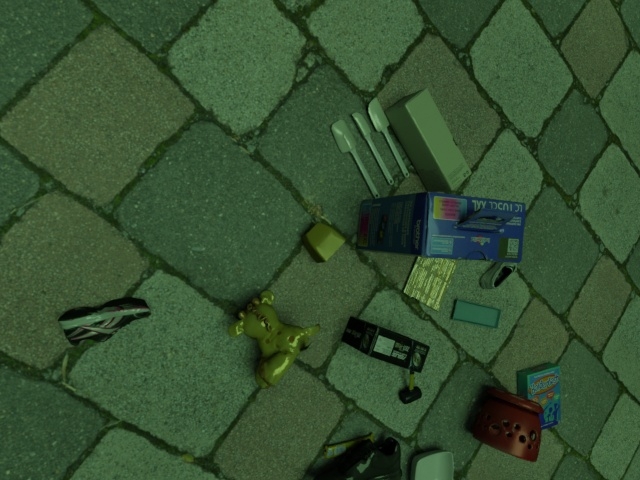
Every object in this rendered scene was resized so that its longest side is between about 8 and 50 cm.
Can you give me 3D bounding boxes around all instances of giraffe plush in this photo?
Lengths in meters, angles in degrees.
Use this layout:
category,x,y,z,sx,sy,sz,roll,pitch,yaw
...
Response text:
category,x,y,z,sx,sy,sz,roll,pitch,yaw
giraffe plush,-0.124,0.225,1.076,0.170,0.210,0.181,41,43,3

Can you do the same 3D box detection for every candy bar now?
category,x,y,z,sx,sy,sz,roll,pitch,yaw
candy bar,0.082,0.576,1.264,0.161,0.018,0.040,-3,96,-24

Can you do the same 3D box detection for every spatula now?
category,x,y,z,sx,sy,sz,roll,pitch,yaw
spatula,0.144,-0.245,1.241,0.168,0.019,0.242,-37,110,-21

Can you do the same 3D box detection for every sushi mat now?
category,x,y,z,sx,sy,sz,roll,pitch,yaw
sushi mat,0.362,0.042,1.356,0.151,0.019,0.316,27,82,-23

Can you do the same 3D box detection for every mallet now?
category,x,y,z,sx,sy,sz,roll,pitch,yaw
mallet,0.255,0.390,1.294,0.062,0.039,0.189,-20,119,-21

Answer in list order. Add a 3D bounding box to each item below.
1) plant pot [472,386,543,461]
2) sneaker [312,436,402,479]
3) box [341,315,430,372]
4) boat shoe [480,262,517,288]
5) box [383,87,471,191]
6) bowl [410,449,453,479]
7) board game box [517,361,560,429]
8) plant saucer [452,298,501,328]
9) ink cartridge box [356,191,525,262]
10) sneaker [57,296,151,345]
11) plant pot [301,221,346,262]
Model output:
category,x,y,z,sx,sy,sz,roll,pitch,yaw
plant pot,0.592,0.565,1.403,0.191,0.191,0.174,26,80,-24
sneaker,0.101,0.610,1.225,0.286,0.109,0.130,-3,103,-33
box,0.173,0.278,1.215,0.180,0.147,0.077,24,83,-25
boat shoe,0.588,0.089,1.437,0.184,0.063,0.066,-34,106,-19
box,0.299,-0.271,1.257,0.094,0.113,0.275,-39,109,-18
bowl,0.330,0.703,1.367,0.142,0.053,0.142,0,94,-25
board game box,0.752,0.541,1.551,0.160,0.047,0.210,-6,95,-24
plant saucer,0.494,0.233,1.430,0.192,0.018,0.067,15,87,-25
ink cartridge box,0.296,-0.028,1.105,0.270,0.395,0.151,4,92,-20
sneaker,-0.458,0.177,0.974,0.178,0.072,0.077,-8,109,-16
plant pot,0.000,0.000,1.157,0.083,0.081,0.081,46,75,-9
